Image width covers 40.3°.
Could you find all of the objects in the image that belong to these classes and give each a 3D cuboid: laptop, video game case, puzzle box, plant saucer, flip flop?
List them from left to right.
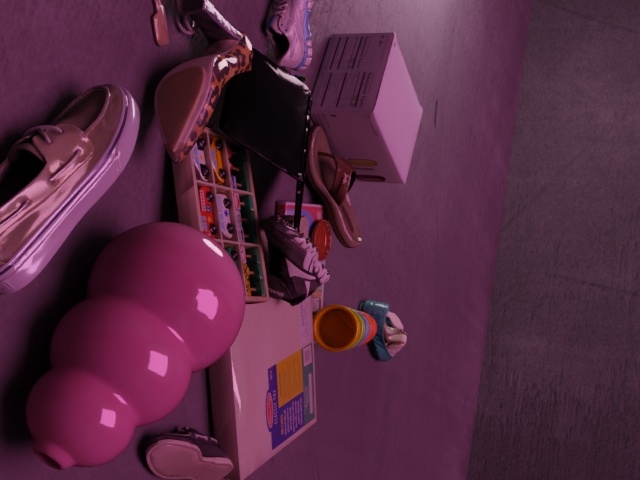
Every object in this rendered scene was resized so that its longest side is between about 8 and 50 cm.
[{"bbox_3d":[-0.100,0.177,1.526,0.272,0.052,0.408,-22,113,-59],"label":"puzzle box"},{"bbox_3d":[-0.089,-0.161,1.478,0.264,0.137,0.234,96,-1,-49],"label":"laptop"},{"bbox_3d":[-0.041,0.069,1.718,0.204,0.025,0.285,0,93,-66],"label":"video game case"},{"bbox_3d":[0.000,0.000,1.751,0.083,0.013,0.083,3,90,-66],"label":"plant saucer"},{"bbox_3d":[0.040,-0.110,1.768,0.277,0.080,0.112,67,28,-21],"label":"flip flop"}]

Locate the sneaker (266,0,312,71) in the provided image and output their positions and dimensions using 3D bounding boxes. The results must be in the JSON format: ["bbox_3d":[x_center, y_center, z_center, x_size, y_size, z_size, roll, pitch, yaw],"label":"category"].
[{"bbox_3d":[-0.062,-0.397,1.547,0.083,0.071,0.190,-12,99,-49],"label":"sneaker"}]

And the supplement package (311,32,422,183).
[{"bbox_3d":[0.102,-0.274,1.843,0.262,0.145,0.204,57,43,-54],"label":"supplement package"}]

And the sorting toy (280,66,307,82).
[{"bbox_3d":[-0.052,-0.284,1.612,0.102,0.042,0.061,69,34,-44],"label":"sorting toy"}]

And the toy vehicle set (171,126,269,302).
[{"bbox_3d":[-0.153,-0.036,1.329,0.166,0.035,0.266,7,72,-62],"label":"toy vehicle set"}]

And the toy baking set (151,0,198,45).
[{"bbox_3d":[-0.199,-0.414,1.266,0.196,0.030,0.256,66,36,-48],"label":"toy baking set"}]

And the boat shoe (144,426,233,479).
[{"bbox_3d":[-0.211,0.325,1.350,0.065,0.075,0.206,57,9,34],"label":"boat shoe"}]

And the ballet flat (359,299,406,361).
[{"bbox_3d":[0.164,0.230,2.139,0.247,0.087,0.083,64,37,-50],"label":"ballet flat"}]

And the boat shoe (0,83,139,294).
[{"bbox_3d":[-0.304,-0.080,0.988,0.302,0.109,0.094,-67,148,-32],"label":"boat shoe"}]

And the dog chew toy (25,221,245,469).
[{"bbox_3d":[-0.235,0.134,1.081,0.332,0.207,0.206,-57,145,-34],"label":"dog chew toy"}]

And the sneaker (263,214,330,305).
[{"bbox_3d":[-0.054,0.045,1.432,0.106,0.078,0.234,-50,153,-11],"label":"sneaker"}]

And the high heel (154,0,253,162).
[{"bbox_3d":[-0.156,-0.210,1.288,0.186,0.093,0.261,41,53,-62],"label":"high heel"}]

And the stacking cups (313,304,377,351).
[{"bbox_3d":[0.058,0.191,1.872,0.316,0.096,0.096,32,64,-77],"label":"stacking cups"}]
